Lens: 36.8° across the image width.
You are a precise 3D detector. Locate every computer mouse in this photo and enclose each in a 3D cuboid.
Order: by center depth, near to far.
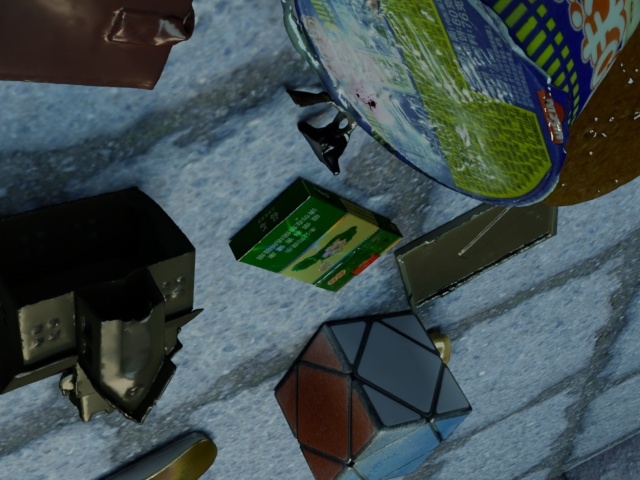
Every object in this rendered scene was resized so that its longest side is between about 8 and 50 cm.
[{"bbox_3d":[-0.285,0.405,1.612,0.245,0.056,0.126,-26,150,-4],"label":"computer mouse"}]

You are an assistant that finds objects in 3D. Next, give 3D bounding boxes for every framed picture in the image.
[{"bbox_3d":[0.252,0.004,1.506,0.281,0.019,0.209,-28,150,-4],"label":"framed picture"}]

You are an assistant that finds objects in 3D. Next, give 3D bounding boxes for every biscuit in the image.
[{"bbox_3d":[0.362,-0.176,1.279,0.350,0.070,0.394,-29,150,2],"label":"biscuit"}]

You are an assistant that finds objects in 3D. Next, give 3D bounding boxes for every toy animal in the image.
[{"bbox_3d":[0.056,-0.143,1.064,0.202,0.070,0.105,-14,128,-19],"label":"toy animal"}]

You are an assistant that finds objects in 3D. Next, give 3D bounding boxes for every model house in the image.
[{"bbox_3d":[-0.234,0.109,1.012,0.211,0.204,0.243,-18,136,-29],"label":"model house"}]

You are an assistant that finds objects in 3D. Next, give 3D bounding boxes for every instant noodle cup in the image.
[{"bbox_3d":[0.167,-0.233,0.785,0.312,0.284,0.284,-47,154,-17],"label":"instant noodle cup"}]

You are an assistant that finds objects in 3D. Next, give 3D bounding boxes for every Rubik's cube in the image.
[{"bbox_3d":[0.082,0.262,1.563,0.204,0.207,0.205,-3,139,-37],"label":"Rubik's cube"}]

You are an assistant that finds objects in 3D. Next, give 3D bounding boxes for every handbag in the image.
[{"bbox_3d":[-0.195,-0.233,0.696,0.275,0.084,0.260,-1,137,-41],"label":"handbag"}]

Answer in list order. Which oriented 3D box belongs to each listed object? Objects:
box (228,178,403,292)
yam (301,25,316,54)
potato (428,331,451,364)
[{"bbox_3d":[0.000,0.000,1.261,0.132,0.034,0.235,-41,149,18],"label":"box"},{"bbox_3d":[0.002,-0.268,0.829,0.061,0.061,0.274,-24,148,-11],"label":"yam"},{"bbox_3d":[0.204,0.198,1.730,0.068,0.062,0.083,-27,132,-36],"label":"potato"}]
